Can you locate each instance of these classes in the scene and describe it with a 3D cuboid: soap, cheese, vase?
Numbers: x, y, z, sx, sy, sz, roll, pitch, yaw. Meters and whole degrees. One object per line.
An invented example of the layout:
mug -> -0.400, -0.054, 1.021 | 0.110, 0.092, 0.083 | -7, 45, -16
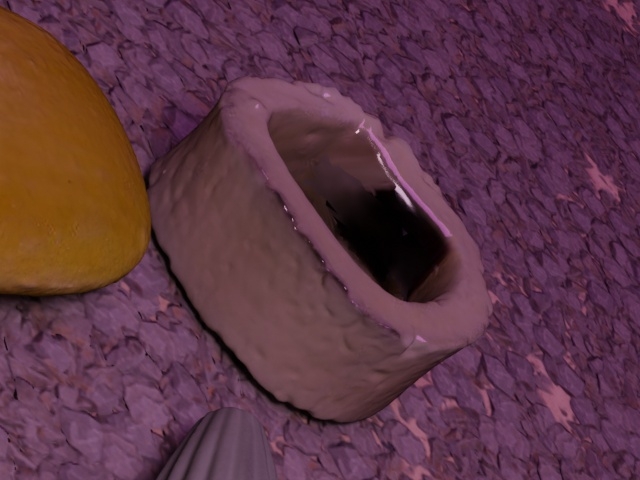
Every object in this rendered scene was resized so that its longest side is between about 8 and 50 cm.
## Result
soap -> -0.306, -0.088, 1.417 | 0.427, 0.115, 0.306 | 2, 50, -52
cheese -> -0.001, 0.001, 1.683 | 0.332, 0.153, 0.292 | 54, 30, 5
vase -> -0.083, 0.219, 1.361 | 0.128, 0.128, 0.248 | 40, 22, -15
